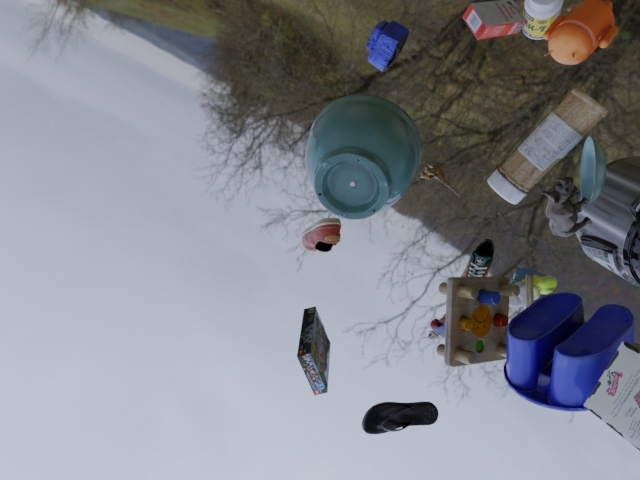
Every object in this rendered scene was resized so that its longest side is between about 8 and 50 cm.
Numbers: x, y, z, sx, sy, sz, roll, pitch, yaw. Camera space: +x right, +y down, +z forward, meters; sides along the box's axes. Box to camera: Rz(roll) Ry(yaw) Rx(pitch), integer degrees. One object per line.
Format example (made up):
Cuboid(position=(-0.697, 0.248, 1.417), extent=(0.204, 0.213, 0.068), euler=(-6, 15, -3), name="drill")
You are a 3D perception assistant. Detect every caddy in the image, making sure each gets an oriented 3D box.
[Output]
Cuboid(position=(0.592, 0.269, 1.134), extent=(0.341, 0.179, 0.241), euler=(-23, -156, -33), name="caddy")

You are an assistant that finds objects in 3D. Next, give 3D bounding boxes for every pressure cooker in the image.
Cuboid(position=(1.057, -0.046, 1.484), extent=(0.369, 0.376, 0.420), euler=(-9, -153, -7), name="pressure cooker")

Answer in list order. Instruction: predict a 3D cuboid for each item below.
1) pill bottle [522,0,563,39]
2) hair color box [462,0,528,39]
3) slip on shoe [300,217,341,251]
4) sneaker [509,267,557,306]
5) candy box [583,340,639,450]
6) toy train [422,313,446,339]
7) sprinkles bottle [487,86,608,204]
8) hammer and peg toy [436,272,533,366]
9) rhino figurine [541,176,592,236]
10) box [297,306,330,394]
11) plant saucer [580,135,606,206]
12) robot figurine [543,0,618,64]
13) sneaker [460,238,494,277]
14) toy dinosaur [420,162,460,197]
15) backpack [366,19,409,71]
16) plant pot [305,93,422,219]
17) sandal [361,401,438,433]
Cuboid(position=(0.745, -0.778, 1.600), extent=(0.119, 0.119, 0.208), euler=(33, -174, 20), name="pill bottle")
Cuboid(position=(0.513, -0.651, 1.402), extent=(0.167, 0.053, 0.093), euler=(-17, -109, -21), name="hair color box")
Cuboid(position=(0.000, 0.000, 1.855), extent=(0.123, 0.101, 0.331), euler=(-1, 168, -17), name="slip on shoe")
Cuboid(position=(0.700, 0.160, 1.675), extent=(0.240, 0.091, 0.126), euler=(-9, -157, -20), name="sneaker")
Cuboid(position=(0.630, 0.315, 0.864), extent=(0.071, 0.159, 0.233), euler=(14, -163, -30), name="candy box")
Cuboid(position=(0.497, 0.311, 1.871), extent=(0.105, 0.143, 0.248), euler=(40, 153, -8), name="toy train")
Cuboid(position=(0.661, -0.272, 1.410), extent=(0.121, 0.355, 0.121), euler=(28, -151, -18), name="sprinkles bottle")
Cuboid(position=(0.508, 0.229, 1.430), extent=(0.361, 0.266, 0.127), euler=(1, 180, -32), name="hammer and peg toy")
Cuboid(position=(0.657, -0.091, 1.283), extent=(0.243, 0.106, 0.073), euler=(45, -166, -45), name="rhino figurine")
Cuboid(position=(-0.017, 0.340, 1.493), extent=(0.233, 0.044, 0.159), euler=(-82, -25, -63), name="box")
Cuboid(position=(0.746, -0.187, 1.300), extent=(0.037, 0.195, 0.195), euler=(2, -177, 18), name="plant saucer")
Cuboid(position=(0.739, -0.591, 1.359), extent=(0.158, 0.219, 0.128), euler=(43, 167, 4), name="robot figurine")
Cuboid(position=(0.665, 0.123, 2.038), extent=(0.108, 0.302, 0.121), euler=(18, 153, 21), name="sneaker")
Cuboid(position=(0.439, -0.245, 1.774), extent=(0.112, 0.064, 0.211), euler=(1, -140, -11), name="toy dinosaur")
Cuboid(position=(0.188, -0.566, 1.387), extent=(0.101, 0.120, 0.098), euler=(37, -123, 8), name="backpack")
Cuboid(position=(0.090, -0.173, 1.143), extent=(0.293, 0.293, 0.196), euler=(28, -140, -7), name="plant pot")
Cuboid(position=(0.257, 0.567, 1.532), extent=(0.254, 0.097, 0.054), euler=(-9, -173, -6), name="sandal")
